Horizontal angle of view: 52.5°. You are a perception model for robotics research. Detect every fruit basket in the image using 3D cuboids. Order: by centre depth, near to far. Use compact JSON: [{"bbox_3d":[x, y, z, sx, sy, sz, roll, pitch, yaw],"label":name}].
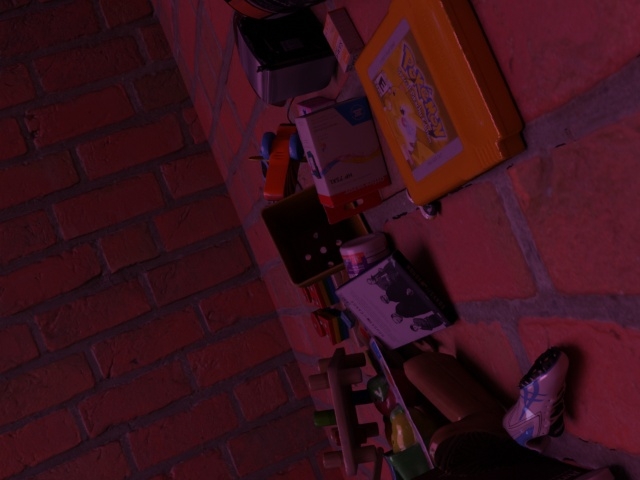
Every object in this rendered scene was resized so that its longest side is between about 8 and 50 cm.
[{"bbox_3d":[0.179,0.411,1.508,0.353,0.165,0.327,59,173,15],"label":"fruit basket"}]

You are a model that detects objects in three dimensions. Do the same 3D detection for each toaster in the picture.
[{"bbox_3d":[-0.079,-0.385,1.337,0.168,0.186,0.110,60,159,29],"label":"toaster"}]

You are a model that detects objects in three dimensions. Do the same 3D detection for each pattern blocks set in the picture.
[{"bbox_3d":[0.161,0.284,1.669,0.324,0.026,0.285,53,162,13],"label":"pattern blocks set"}]

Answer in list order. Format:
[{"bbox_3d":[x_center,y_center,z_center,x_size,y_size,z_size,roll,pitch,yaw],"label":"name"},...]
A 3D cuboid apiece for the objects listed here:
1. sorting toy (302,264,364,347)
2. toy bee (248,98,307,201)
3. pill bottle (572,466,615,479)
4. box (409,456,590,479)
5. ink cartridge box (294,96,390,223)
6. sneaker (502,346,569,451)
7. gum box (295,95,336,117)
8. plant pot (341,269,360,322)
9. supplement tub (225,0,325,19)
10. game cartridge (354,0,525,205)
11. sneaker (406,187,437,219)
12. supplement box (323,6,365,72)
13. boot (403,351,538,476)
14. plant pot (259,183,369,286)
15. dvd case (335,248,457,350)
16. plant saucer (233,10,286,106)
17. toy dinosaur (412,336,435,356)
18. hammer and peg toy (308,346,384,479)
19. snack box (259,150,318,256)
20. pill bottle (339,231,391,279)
[{"bbox_3d":[0.020,0.208,2.034,0.255,0.089,0.257,70,165,-8],"label":"sorting toy"},{"bbox_3d":[-0.069,-0.235,1.644,0.195,0.298,0.162,26,-179,18],"label":"toy bee"},{"bbox_3d":[0.409,0.401,0.891,0.087,0.087,0.160,102,144,-65],"label":"pill bottle"},{"bbox_3d":[0.316,0.471,1.129,0.143,0.191,0.381,67,165,4],"label":"box"},{"bbox_3d":[0.051,-0.155,1.295,0.078,0.134,0.231,25,136,69],"label":"ink cartridge box"},{"bbox_3d":[0.335,0.238,0.966,0.086,0.085,0.237,34,149,26],"label":"sneaker"},{"bbox_3d":[0.010,-0.227,1.487,0.107,0.062,0.188,-141,33,-63],"label":"gum box"},{"bbox_3d":[0.112,0.157,1.740,0.236,0.032,0.236,159,90,-76],"label":"plant pot"},{"bbox_3d":[-0.077,-0.496,1.119,0.338,0.207,0.207,33,142,66],"label":"supplement tub"},{"bbox_3d":[0.161,-0.215,0.973,0.324,0.053,0.285,141,107,-76],"label":"game cartridge"},{"bbox_3d":[0.184,-0.076,1.150,0.083,0.031,0.035,54,147,32],"label":"sneaker"},{"bbox_3d":[0.043,-0.371,1.205,0.098,0.036,0.062,64,166,14],"label":"supplement box"},{"bbox_3d":[0.226,0.298,1.164,0.269,0.236,0.089,44,116,56],"label":"boot"},{"bbox_3d":[0.000,0.000,1.610,0.187,0.212,0.212,71,174,-72],"label":"plant pot"},{"bbox_3d":[0.147,0.130,1.327,0.179,0.029,0.239,49,147,-2],"label":"dvd case"},{"bbox_3d":[-0.175,-0.511,1.784,0.310,0.050,0.310,159,90,-76],"label":"plant saucer"},{"bbox_3d":[0.227,0.223,1.413,0.092,0.053,0.183,50,170,8],"label":"toy dinosaur"},{"bbox_3d":[0.069,0.456,1.574,0.266,0.127,0.361,-18,-83,-83],"label":"hammer and peg toy"},{"bbox_3d":[-0.099,-0.123,2.044,0.322,0.060,0.187,59,163,33],"label":"snack box"},{"bbox_3d":[0.122,0.088,1.447,0.193,0.108,0.108,70,166,-9],"label":"pill bottle"}]
